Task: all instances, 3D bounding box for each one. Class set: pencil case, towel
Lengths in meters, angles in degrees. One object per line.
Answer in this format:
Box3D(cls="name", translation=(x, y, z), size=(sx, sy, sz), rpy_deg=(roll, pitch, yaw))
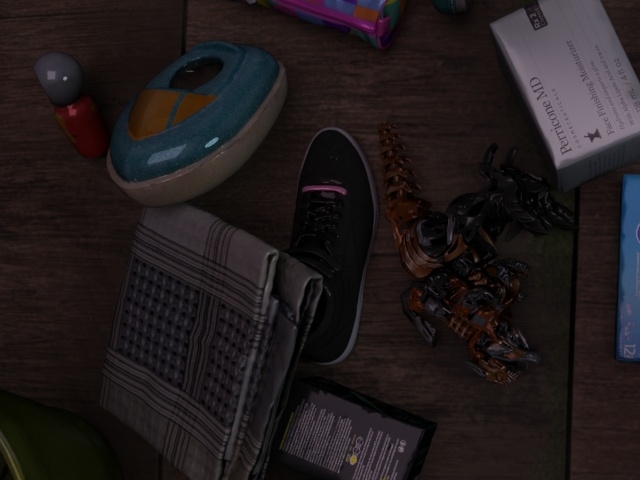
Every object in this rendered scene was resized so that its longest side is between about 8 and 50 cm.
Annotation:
Box3D(cls="pencil case", translation=(-0.010, -0.313, 1.315), size=(0.236, 0.104, 0.104), rpy_deg=(19, 90, 16))
Box3D(cls="towel", translation=(-0.150, 0.122, 1.242), size=(0.324, 0.056, 0.312), rpy_deg=(27, 104, 42))

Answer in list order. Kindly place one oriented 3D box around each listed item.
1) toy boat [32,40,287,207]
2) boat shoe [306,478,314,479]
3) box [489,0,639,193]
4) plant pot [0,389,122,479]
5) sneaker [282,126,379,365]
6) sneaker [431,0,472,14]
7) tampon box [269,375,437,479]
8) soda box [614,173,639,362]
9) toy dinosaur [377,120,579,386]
Box3D(cls="toy boat", translation=(-0.213, -0.161, 1.297), size=(0.318, 0.148, 0.267), rpy_deg=(6, 46, 30))
Box3D(cls="boat shoe", translation=(-0.091, 0.409, 1.269), size=(0.324, 0.122, 0.120), rpy_deg=(-41, 82, 16))
Box3D(cls="box", translation=(0.282, -0.165, 1.183), size=(0.119, 0.182, 0.181), rpy_deg=(-25, 80, 10))
Box3D(cls="plant pot", translation=(-0.406, 0.319, 1.228), size=(0.366, 0.353, 0.367), rpy_deg=(-1, 85, 14))
Box3D(cls="sneaker", translation=(0.000, 0.000, 1.259), size=(0.104, 0.147, 0.296), rpy_deg=(3, 84, 16))
Box3D(cls="sneaker", translation=(0.107, -0.402, 1.295), size=(0.121, 0.108, 0.302), rpy_deg=(-15, 73, 13))
Box3D(cls="tampon box", translation=(0.039, 0.235, 1.240), size=(0.161, 0.120, 0.101), rpy_deg=(20, 89, 16))
Box3D(cls="soda box", translation=(0.373, 0.033, 1.200), size=(0.071, 0.067, 0.210), rpy_deg=(2, 86, 14))
Box3D(cls="toy dinosaur", translation=(0.162, 0.005, 1.224), size=(0.218, 0.164, 0.322), rpy_deg=(-37, 99, 25))
